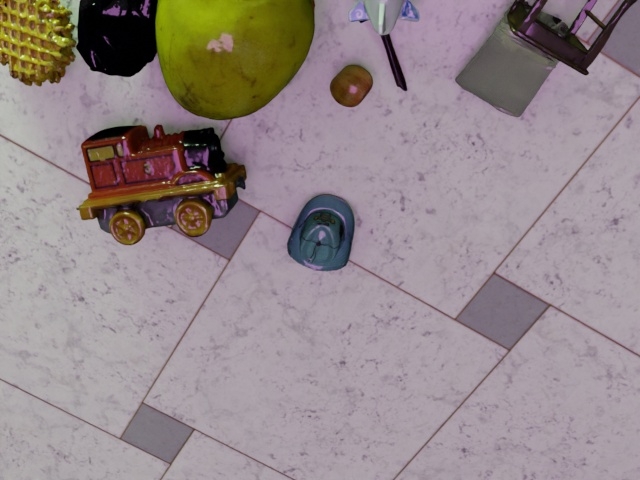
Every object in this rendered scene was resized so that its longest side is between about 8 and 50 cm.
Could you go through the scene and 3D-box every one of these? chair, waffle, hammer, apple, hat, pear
[{"bbox_3d":[0.385,-0.349,1.509,0.160,0.186,0.319,26,117,-13],"label":"chair"},{"bbox_3d":[-0.557,-0.401,1.656,0.197,0.070,0.193,49,126,5],"label":"waffle"},{"bbox_3d":[0.127,-0.364,1.629,0.065,0.021,0.178,-15,119,16],"label":"hammer"},{"bbox_3d":[0.058,-0.297,1.640,0.071,0.084,0.084,37,118,-3],"label":"apple"},{"bbox_3d":[0.000,0.000,1.817,0.138,0.078,0.191,15,120,2],"label":"hat"},{"bbox_3d":[-0.164,-0.354,1.535,0.287,0.287,0.375,24,143,-6],"label":"pear"}]

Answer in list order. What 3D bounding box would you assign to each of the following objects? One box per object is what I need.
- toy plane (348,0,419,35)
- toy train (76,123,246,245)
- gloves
[{"bbox_3d":[0.110,-0.496,1.495,0.266,0.122,0.267,2,110,6],"label":"toy plane"},{"bbox_3d":[-0.341,-0.124,1.754,0.369,0.163,0.232,-8,110,12],"label":"toy train"},{"bbox_3d":[-0.344,-0.451,1.585,0.197,0.152,0.301,5,108,-26],"label":"gloves"}]
